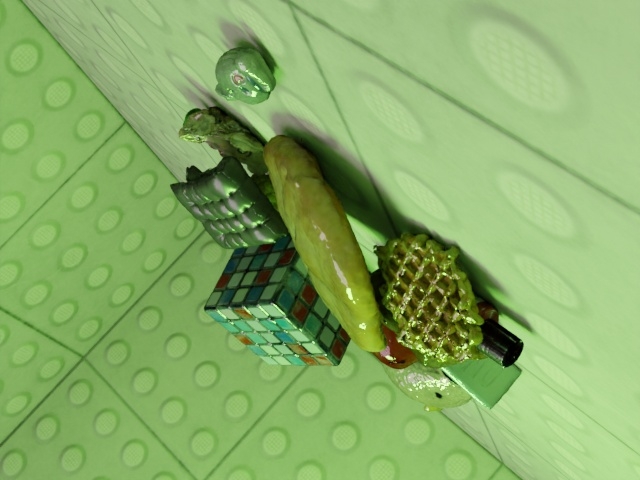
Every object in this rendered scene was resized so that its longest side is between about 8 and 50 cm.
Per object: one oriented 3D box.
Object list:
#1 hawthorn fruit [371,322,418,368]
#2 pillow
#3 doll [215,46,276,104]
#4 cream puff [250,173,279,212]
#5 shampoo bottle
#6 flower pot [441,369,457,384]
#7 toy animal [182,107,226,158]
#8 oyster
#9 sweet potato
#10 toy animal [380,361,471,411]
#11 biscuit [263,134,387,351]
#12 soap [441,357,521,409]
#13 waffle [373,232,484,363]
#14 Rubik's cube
[{"bbox_3d":[0.183,0.196,2.030,0.185,0.185,0.202,32,150,53],"label":"hawthorn fruit"},{"bbox_3d":[-0.224,-0.084,2.042,0.228,0.101,0.326,51,159,-17],"label":"pillow"},{"bbox_3d":[-0.126,-0.274,1.424,0.103,0.071,0.214,32,166,-15],"label":"doll"},{"bbox_3d":[-0.133,-0.107,2.159,0.156,0.121,0.156,32,129,50],"label":"cream puff"},{"bbox_3d":[0.260,0.142,1.603,0.278,0.104,0.104,37,170,38],"label":"shampoo bottle"},{"bbox_3d":[0.335,0.270,1.957,0.111,0.111,0.089,40,159,15],"label":"flower pot"},{"bbox_3d":[-0.243,-0.248,2.064,0.208,0.100,0.103,48,150,17],"label":"toy animal"},{"bbox_3d":[-0.207,-0.237,1.960,0.233,0.107,0.161,22,161,11],"label":"oyster"},{"bbox_3d":[0.205,0.148,1.793,0.369,0.158,0.158,46,175,37],"label":"sweet potato"},{"bbox_3d":[0.269,0.320,2.191,0.358,0.188,0.226,34,163,48],"label":"toy animal"},{"bbox_3d":[-0.001,0.000,1.699,0.446,0.104,0.429,74,170,-61],"label":"biscuit"},{"bbox_3d":[0.332,0.265,1.871,0.198,0.114,0.063,42,171,-1],"label":"soap"},{"bbox_3d":[0.194,0.105,1.535,0.245,0.052,0.254,-1,107,56],"label":"waffle"},{"bbox_3d":[-0.077,0.140,2.244,0.287,0.293,0.292,-8,134,44],"label":"Rubik's cube"}]
